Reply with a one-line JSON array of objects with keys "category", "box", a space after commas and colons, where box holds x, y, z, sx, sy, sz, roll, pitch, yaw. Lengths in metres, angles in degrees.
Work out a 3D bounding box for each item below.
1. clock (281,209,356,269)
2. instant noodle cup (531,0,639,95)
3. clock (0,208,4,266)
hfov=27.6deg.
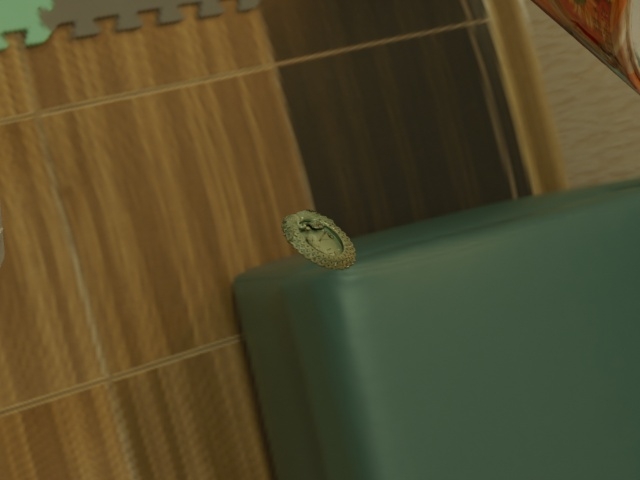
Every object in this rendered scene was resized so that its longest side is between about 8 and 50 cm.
[{"category": "clock", "box": [0.000, 0.000, 1.315, 0.083, 0.010, 0.074, 45, 39, 20]}, {"category": "instant noodle cup", "box": [0.199, -0.193, 0.672, 0.250, 0.192, 0.250, -13, 134, -14]}, {"category": "clock", "box": [-0.289, -0.047, 0.855, 0.150, 0.197, 0.063, 8, 39, 2]}]
